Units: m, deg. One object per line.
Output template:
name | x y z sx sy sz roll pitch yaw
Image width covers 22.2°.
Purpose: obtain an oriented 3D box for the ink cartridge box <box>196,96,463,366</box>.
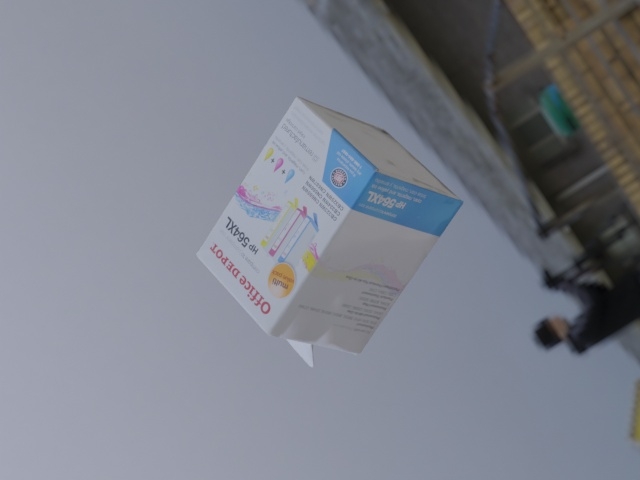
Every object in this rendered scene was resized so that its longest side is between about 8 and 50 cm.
ink cartridge box | 0.000 0.000 1.030 0.090 0.143 0.092 17 -158 -47
